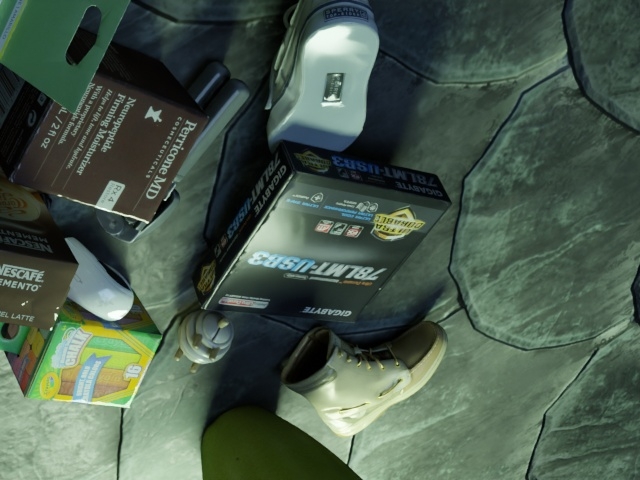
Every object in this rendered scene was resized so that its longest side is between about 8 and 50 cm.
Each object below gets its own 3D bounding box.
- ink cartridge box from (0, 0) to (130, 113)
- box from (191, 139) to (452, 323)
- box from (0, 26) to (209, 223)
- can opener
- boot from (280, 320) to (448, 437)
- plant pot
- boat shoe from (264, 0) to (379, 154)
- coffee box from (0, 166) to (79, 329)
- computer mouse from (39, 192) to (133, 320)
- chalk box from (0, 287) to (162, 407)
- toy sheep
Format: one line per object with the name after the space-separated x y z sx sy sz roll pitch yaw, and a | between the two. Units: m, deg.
-0.339 -0.272 1.346 0.171 0.235 0.056 -60 161 16 | ink cartridge box
0.000 0.000 1.807 0.295 0.073 0.293 10 131 -35 | box
-0.286 -0.152 1.501 0.203 0.167 0.168 18 110 -39 | box
-0.200 -0.115 1.664 0.283 0.076 0.095 -50 165 7 | can opener
0.075 0.196 2.029 0.262 0.095 0.203 -39 132 4 | boot
-0.077 0.409 1.943 0.274 0.293 0.275 -17 129 -22 | plant pot
-0.007 -0.247 1.629 0.135 0.157 0.367 -2 154 -8 | boat shoe
-0.406 -0.007 1.474 0.141 0.246 0.098 12 114 -38 | coffee box
-0.333 0.034 1.618 0.193 0.042 0.106 40 98 -1 | computer mouse
-0.356 0.138 1.687 0.213 0.132 0.132 11 115 -37 | chalk box
-0.174 0.146 1.828 0.091 0.091 0.132 11 154 -37 | toy sheep
